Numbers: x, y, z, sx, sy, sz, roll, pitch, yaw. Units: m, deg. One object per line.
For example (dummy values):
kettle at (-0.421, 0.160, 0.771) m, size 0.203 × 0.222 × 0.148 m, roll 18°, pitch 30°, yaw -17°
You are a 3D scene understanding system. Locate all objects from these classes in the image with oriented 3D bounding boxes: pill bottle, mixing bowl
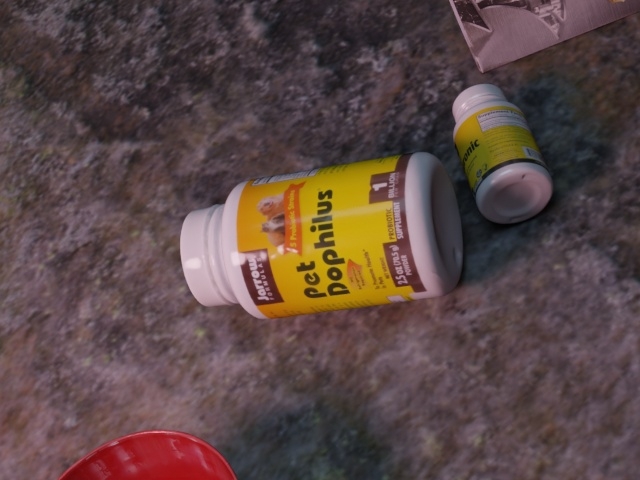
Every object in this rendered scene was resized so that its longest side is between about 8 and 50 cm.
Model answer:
pill bottle at (0.147, -0.075, 1.180) m, size 0.065 × 0.065 × 0.116 m, roll -22°, pitch 47°, yaw 8°
pill bottle at (0.000, 0.000, 1.155) m, size 0.215 × 0.117 × 0.117 m, roll -9°, pitch 51°, yaw 20°
mixing bowl at (-0.120, 0.240, 1.033) m, size 0.181 × 0.098 × 0.181 m, roll -13°, pitch 49°, yaw 15°

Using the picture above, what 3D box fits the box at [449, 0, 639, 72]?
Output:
box at (0.213, -0.262, 1.218) m, size 0.231 × 0.183 × 0.056 m, roll -21°, pitch 47°, yaw 9°
